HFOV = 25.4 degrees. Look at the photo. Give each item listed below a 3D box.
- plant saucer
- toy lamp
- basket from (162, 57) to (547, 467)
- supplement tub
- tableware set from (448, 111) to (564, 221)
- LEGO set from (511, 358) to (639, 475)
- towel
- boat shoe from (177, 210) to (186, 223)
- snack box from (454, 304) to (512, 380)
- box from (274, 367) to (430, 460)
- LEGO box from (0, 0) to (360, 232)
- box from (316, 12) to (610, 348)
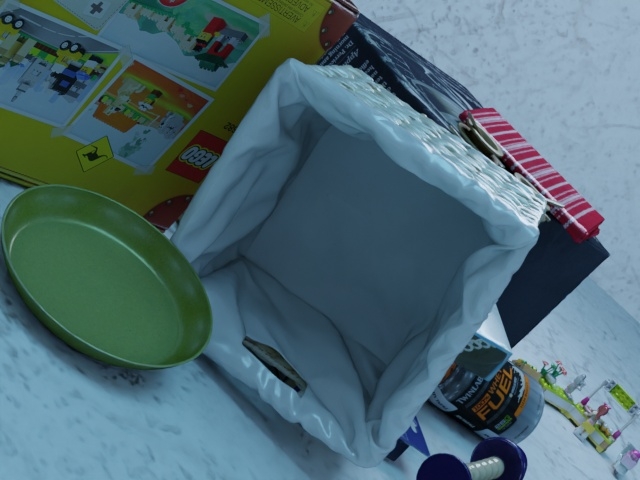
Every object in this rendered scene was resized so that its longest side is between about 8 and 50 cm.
[{"bbox_3d":[-0.217,0.043,1.412,0.241,0.037,0.241,30,30,-19],"label":"plant saucer"},{"bbox_3d":[0.204,0.295,1.818,0.080,0.080,0.275,49,15,18],"label":"toy lamp"},{"bbox_3d":[0.038,0.014,1.590,0.328,0.331,0.266,36,15,8],"label":"basket"},{"bbox_3d":[0.221,0.207,2.031,0.190,0.117,0.117,35,17,-28],"label":"supplement tub"},{"bbox_3d":[0.275,-0.110,2.081,0.194,0.039,0.128,51,18,12],"label":"tableware set"},{"bbox_3d":[0.463,0.276,2.495,0.287,0.107,0.132,43,15,-3],"label":"LEGO set"},{"bbox_3d":[0.336,-0.105,2.239,0.275,0.031,0.199,47,18,9],"label":"towel"},{"bbox_3d":[-0.127,-0.060,1.864,0.341,0.110,0.122,52,17,29],"label":"boat shoe"},{"bbox_3d":[0.104,0.051,1.912,0.322,0.060,0.187,30,24,-20],"label":"snack box"},{"bbox_3d":[0.033,0.188,1.740,0.225,0.036,0.136,34,18,-24],"label":"box"},{"bbox_3d":[-0.249,-0.248,1.552,0.193,0.372,0.500,52,16,31],"label":"LEGO box"},{"bbox_3d":[0.152,-0.096,2.360,0.480,0.297,0.471,25,26,-51],"label":"box"}]
